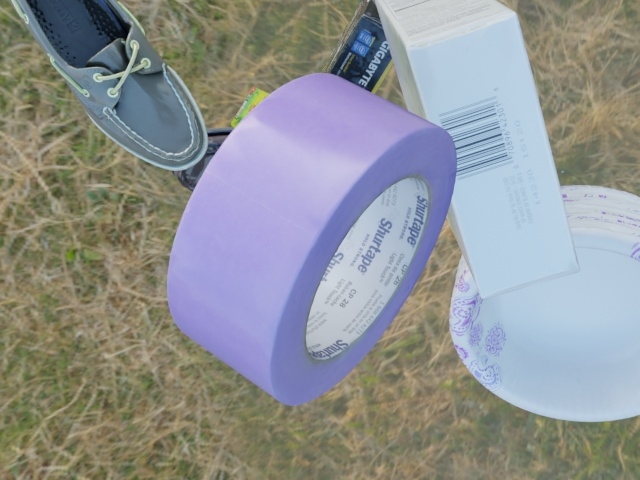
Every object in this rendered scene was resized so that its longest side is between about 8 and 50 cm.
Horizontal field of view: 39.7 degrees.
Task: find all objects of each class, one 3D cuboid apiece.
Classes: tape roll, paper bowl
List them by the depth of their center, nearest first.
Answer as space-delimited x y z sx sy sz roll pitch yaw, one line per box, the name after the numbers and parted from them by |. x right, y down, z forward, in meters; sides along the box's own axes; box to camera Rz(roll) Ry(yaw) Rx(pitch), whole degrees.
0.000 0.000 0.544 0.080 0.189 0.189 32 102 24 | tape roll
0.297 0.063 1.022 0.284 0.148 0.284 8 129 10 | paper bowl

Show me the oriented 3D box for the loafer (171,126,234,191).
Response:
-0.048 -0.063 1.149 0.109 0.302 0.095 -55 41 25 | loafer

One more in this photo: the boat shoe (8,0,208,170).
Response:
-0.239 -0.202 0.974 0.109 0.091 0.305 -41 96 -6 | boat shoe

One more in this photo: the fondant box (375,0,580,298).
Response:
0.142 -0.123 0.878 0.096 0.330 0.238 -17 112 7 | fondant box

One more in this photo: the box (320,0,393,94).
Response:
0.049 -0.260 1.356 0.079 0.257 0.322 29 131 -6 | box

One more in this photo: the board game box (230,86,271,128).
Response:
-0.017 -0.081 0.734 0.092 0.181 0.043 30 95 -16 | board game box
